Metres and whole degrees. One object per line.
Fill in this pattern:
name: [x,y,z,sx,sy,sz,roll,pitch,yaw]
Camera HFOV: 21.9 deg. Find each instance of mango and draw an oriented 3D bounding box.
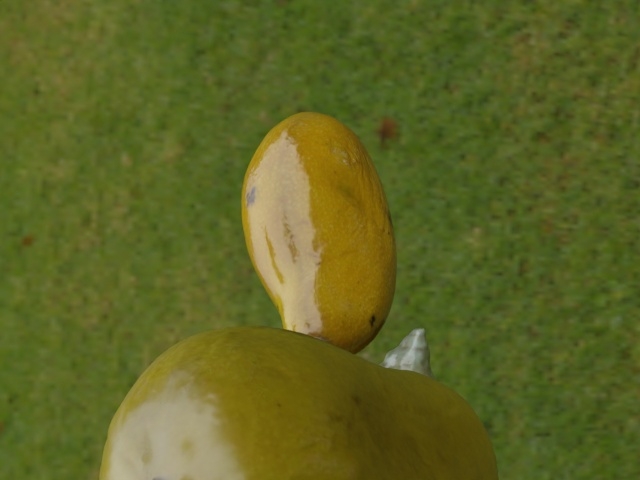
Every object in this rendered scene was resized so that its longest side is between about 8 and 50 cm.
mango: [-0.004,0.001,1.554,0.109,0.157,0.262,-26,53,41]
mango: [0.003,0.151,0.963,0.142,0.331,0.195,-31,61,30]

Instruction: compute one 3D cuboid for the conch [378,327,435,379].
conch: [0.056,0.274,1.592,0.169,0.203,0.386,4,91,25]
